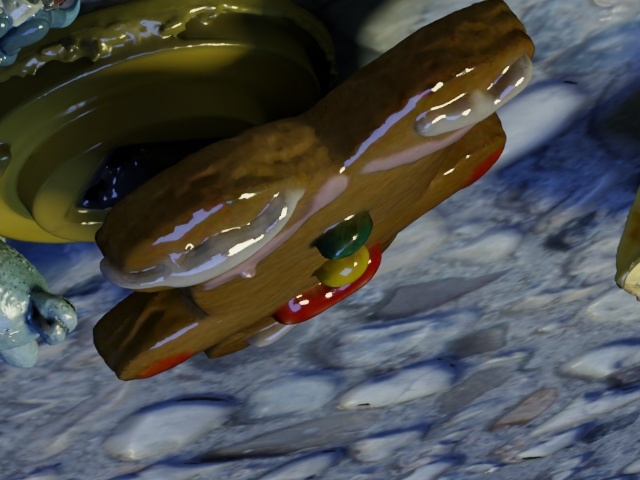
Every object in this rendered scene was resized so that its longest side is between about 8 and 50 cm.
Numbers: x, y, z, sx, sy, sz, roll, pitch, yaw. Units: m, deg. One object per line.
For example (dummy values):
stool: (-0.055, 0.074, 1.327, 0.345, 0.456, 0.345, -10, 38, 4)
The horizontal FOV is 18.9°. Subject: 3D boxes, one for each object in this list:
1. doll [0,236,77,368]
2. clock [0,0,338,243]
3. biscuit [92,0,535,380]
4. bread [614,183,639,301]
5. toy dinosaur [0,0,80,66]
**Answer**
doll: (-0.204, 0.028, 1.102, 0.120, 0.075, 0.180, 21, 171, -12)
clock: (-0.096, -0.050, 1.021, 0.237, 0.057, 0.237, -17, 158, -7)
biscuit: (0.000, 0.001, 1.113, 0.283, 0.064, 0.432, -31, 169, -13)
bread: (0.318, -0.008, 1.280, 0.240, 0.135, 0.178, 5, 109, -49)
toy dinosaur: (-0.146, -0.105, 0.872, 0.047, 0.030, 0.083, -30, 157, 31)
